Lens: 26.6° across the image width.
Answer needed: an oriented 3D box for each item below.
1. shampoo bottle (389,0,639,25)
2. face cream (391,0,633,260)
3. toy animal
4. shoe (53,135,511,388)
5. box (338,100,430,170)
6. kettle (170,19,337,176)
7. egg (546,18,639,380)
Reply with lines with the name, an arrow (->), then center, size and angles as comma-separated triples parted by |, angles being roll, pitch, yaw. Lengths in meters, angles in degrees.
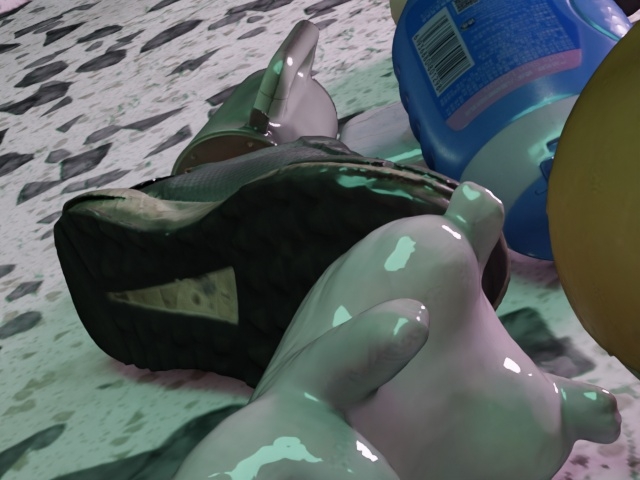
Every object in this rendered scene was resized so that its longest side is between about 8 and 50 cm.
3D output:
shampoo bottle -> 0.166, -0.206, 1.137 | 0.127, 0.078, 0.257 | -28, 20, -27
face cream -> 0.128, -0.084, 0.819 | 0.149, 0.083, 0.264 | -26, 38, 9
toy animal -> 0.007, 0.099, 0.516 | 0.138, 0.141, 0.282 | -17, 17, 35
shoe -> 0.000, 0.000, 0.784 | 0.336, 0.132, 0.171 | -2, 20, 47
box -> 0.146, -0.094, 0.951 | 0.285, 0.044, 0.142 | -17, 18, 11
kettle -> -0.044, -0.072, 0.964 | 0.098, 0.127, 0.148 | -10, 25, 18
egg -> 0.202, -0.022, 0.497 | 0.201, 0.201, 0.244 | -37, -3, -33
